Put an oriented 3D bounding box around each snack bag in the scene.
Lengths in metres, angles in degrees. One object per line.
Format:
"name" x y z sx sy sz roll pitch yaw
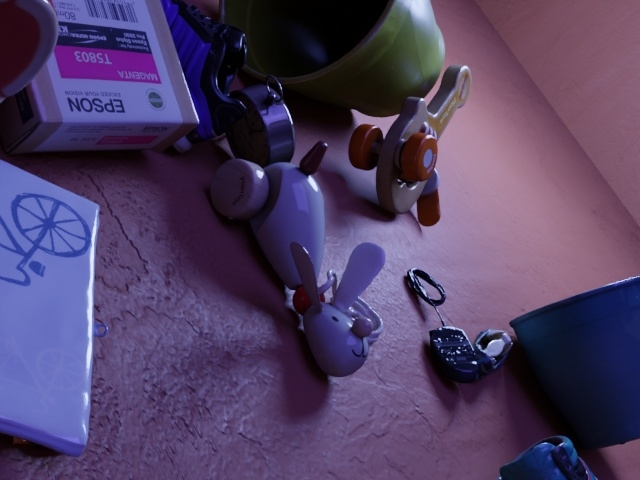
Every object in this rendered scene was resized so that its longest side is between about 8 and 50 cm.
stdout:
"snack bag" -0.342 0.024 0.779 0.323 0.037 0.342 27 33 -34

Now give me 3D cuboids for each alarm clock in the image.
"alarm clock" -0.082 -0.172 1.250 0.064 0.192 0.129 -23 70 -26

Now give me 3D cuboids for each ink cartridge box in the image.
"ink cartridge box" -0.280 -0.209 1.038 0.235 0.088 0.193 -9 77 -51

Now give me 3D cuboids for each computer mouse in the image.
"computer mouse" 0.190 0.138 1.397 0.071 0.041 0.242 1 42 -19

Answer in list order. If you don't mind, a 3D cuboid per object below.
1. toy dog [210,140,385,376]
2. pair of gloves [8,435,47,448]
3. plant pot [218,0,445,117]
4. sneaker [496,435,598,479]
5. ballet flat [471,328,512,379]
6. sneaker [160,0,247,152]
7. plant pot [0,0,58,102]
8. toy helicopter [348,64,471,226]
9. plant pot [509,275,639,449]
"toy dog" 0.000 0.000 1.163 0.333 0.161 0.220 52 28 7
"pair of gloves" -0.252 0.150 0.779 0.074 0.010 0.083 13 44 -47
"plant pot" 0.063 -0.399 1.606 0.353 0.366 0.366 25 34 -57
"sneaker" 0.330 0.374 1.190 0.178 0.124 0.295 48 20 -11
"ballet flat" 0.288 0.183 1.442 0.070 0.070 0.188 51 28 6
"sneaker" -0.178 -0.280 1.213 0.102 0.146 0.293 20 51 -78
"plant pot" -0.396 -0.261 0.822 0.243 0.275 0.275 56 29 12
"toy helicopter" 0.205 -0.190 1.620 0.355 0.140 0.235 -56 143 -30
"plant pot" 0.504 0.222 1.516 0.272 0.272 0.255 1 68 -54
